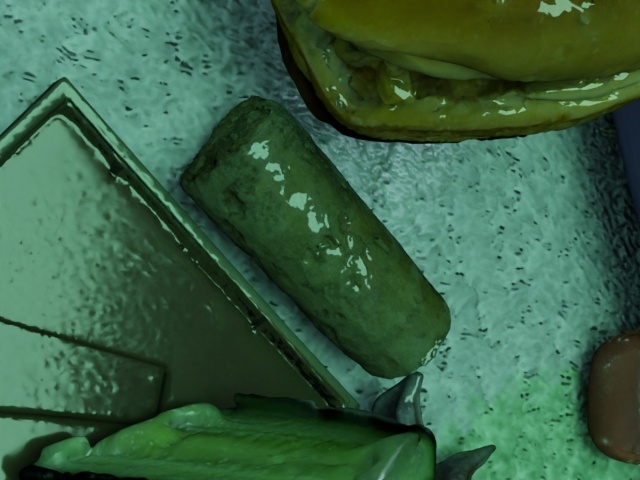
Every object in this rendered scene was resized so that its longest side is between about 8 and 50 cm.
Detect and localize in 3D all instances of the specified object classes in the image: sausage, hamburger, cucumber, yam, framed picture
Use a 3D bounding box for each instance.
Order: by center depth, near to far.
[{"bbox_3d":[-0.040,0.130,0.587,0.115,0.193,0.086,-21,102,-59],"label":"cucumber"},{"bbox_3d":[-0.116,0.072,0.629,0.265,0.018,0.192,50,64,-19],"label":"framed picture"},{"bbox_3d":[0.090,-0.208,0.648,0.284,0.174,0.305,-18,74,-5],"label":"hamburger"},{"bbox_3d":[0.000,0.000,0.670,0.179,0.078,0.078,46,65,-21],"label":"yam"},{"bbox_3d":[0.217,0.109,0.805,0.059,0.054,0.094,8,82,-31],"label":"sausage"}]

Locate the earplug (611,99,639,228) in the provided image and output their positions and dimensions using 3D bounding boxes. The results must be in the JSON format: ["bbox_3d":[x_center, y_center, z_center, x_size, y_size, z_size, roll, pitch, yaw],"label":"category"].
[{"bbox_3d":[0.313,-0.047,0.795,0.215,0.215,0.456,-19,93,-31],"label":"earplug"}]

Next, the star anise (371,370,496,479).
[{"bbox_3d":[0.039,0.180,0.687,0.180,0.061,0.205,0,90,-40],"label":"star anise"}]
